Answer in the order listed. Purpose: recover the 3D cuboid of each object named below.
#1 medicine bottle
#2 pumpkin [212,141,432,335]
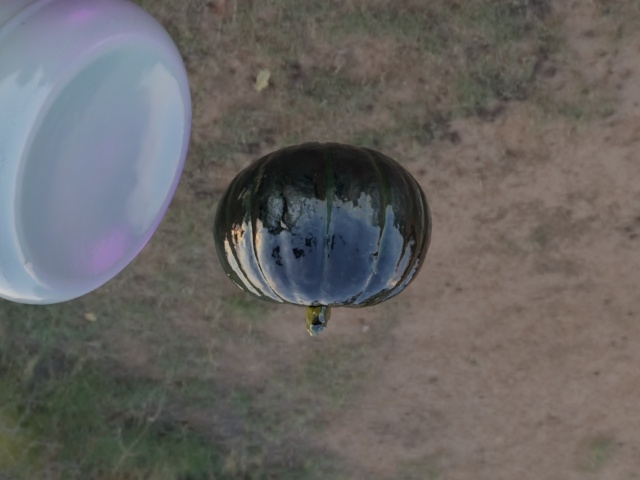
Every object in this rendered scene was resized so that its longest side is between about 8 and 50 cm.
[{"bbox_3d":[-0.284,-0.106,0.681,0.302,0.241,0.241,22,151,20],"label":"medicine bottle"},{"bbox_3d":[0.000,0.000,0.980,0.250,0.216,0.250,5,179,0],"label":"pumpkin"}]
